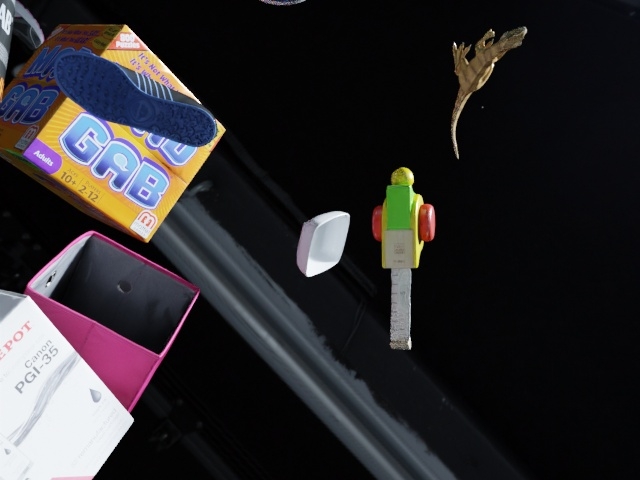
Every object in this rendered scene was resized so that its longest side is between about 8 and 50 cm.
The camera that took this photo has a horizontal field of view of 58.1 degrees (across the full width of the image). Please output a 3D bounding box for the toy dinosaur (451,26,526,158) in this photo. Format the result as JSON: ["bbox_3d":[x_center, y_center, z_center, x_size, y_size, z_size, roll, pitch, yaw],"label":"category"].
[{"bbox_3d":[0.218,-0.235,0.839,0.064,0.112,0.211,14,-35,-6],"label":"toy dinosaur"}]

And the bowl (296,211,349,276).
[{"bbox_3d":[0.000,0.000,1.314,0.053,0.142,0.142,29,-59,30],"label":"bowl"}]

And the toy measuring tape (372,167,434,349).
[{"bbox_3d":[0.157,0.031,1.076,0.121,0.121,0.330,0,-86,16],"label":"toy measuring tape"}]

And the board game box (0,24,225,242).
[{"bbox_3d":[-0.539,-0.268,1.418,0.356,0.356,0.356,19,-109,41],"label":"board game box"}]

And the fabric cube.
[{"bbox_3d":[-0.427,0.184,1.106,0.259,0.254,0.258,30,-67,-8],"label":"fabric cube"}]

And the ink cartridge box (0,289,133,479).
[{"bbox_3d":[-0.416,0.234,0.770,0.117,0.207,0.283,4,-46,31],"label":"ink cartridge box"}]

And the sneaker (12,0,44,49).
[{"bbox_3d":[-0.574,-0.401,1.003,0.072,0.077,0.178,13,-28,49],"label":"sneaker"}]

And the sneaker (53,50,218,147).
[{"bbox_3d":[-0.260,-0.198,0.833,0.232,0.090,0.081,25,-82,-14],"label":"sneaker"}]

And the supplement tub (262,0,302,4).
[{"bbox_3d":[-0.065,-0.630,1.113,0.235,0.325,0.236,0,-92,-10],"label":"supplement tub"}]

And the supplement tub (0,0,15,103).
[{"bbox_3d":[-0.315,-0.099,0.369,0.193,0.193,0.316,7,-92,14],"label":"supplement tub"}]
